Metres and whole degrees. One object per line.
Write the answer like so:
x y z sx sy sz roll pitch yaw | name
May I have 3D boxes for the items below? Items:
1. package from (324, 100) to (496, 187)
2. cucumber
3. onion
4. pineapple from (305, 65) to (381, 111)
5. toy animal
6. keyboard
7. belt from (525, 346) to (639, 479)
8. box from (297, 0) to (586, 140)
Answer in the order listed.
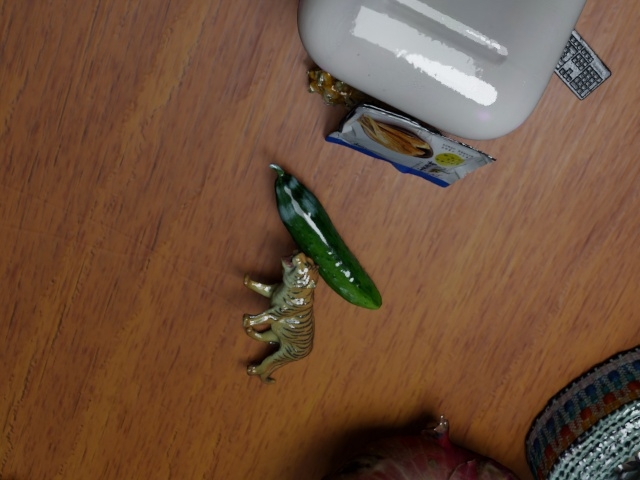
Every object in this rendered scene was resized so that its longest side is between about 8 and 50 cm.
0.102 -0.110 1.241 0.171 0.173 0.027 19 76 -10 | package
0.000 0.000 1.337 0.056 0.056 0.250 -30 112 11 | cucumber
0.145 0.415 1.384 0.353 0.354 0.354 0 113 -1 | onion
0.047 -0.183 1.261 0.114 0.077 0.114 -4 131 38 | pineapple
-0.051 0.108 1.366 0.099 0.057 0.241 0 130 1 | toy animal
0.287 -0.238 1.261 0.053 0.010 0.155 -43 107 14 | keyboard
0.426 0.284 1.409 0.295 0.160 0.207 -37 109 14 | belt
0.153 -0.303 1.128 0.288 0.141 0.349 24 93 -12 | box
